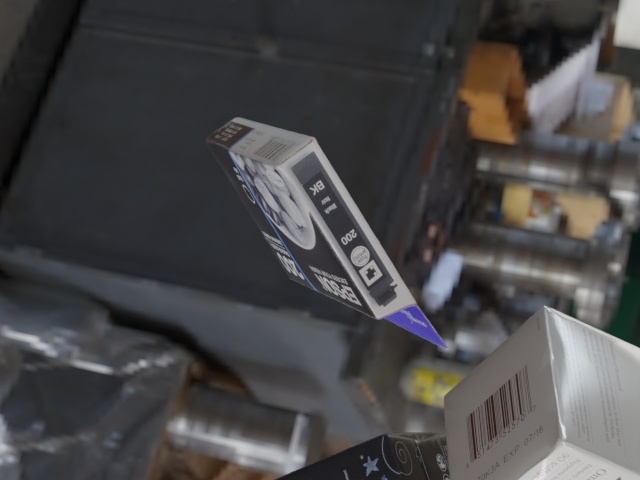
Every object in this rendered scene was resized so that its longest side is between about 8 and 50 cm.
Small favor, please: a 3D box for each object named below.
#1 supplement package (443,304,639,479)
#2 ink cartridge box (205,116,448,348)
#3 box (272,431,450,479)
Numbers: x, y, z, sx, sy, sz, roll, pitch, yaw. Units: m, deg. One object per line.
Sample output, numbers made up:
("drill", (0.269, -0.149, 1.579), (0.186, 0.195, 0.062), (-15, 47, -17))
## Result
("supplement package", (0.177, 0.135, 1.003), (0.105, 0.179, 0.105), (-48, -151, 36))
("ink cartridge box", (0.000, 0.000, 1.378), (0.045, 0.206, 0.208), (-37, 108, -11))
("box", (0.074, 0.312, 1.519), (0.163, 0.142, 0.247), (12, 58, -61))
